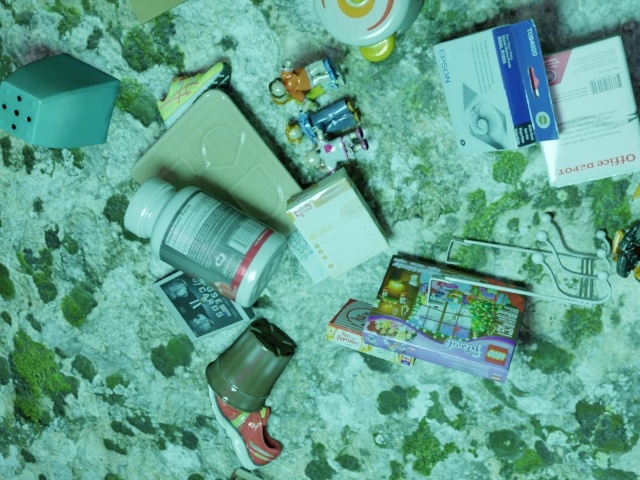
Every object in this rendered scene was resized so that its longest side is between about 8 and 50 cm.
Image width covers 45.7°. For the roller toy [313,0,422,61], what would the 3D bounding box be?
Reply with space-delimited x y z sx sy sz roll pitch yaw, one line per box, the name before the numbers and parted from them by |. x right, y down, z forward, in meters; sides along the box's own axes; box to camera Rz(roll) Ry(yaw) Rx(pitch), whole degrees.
roller toy | 0.087 -0.464 1.431 0.191 0.146 0.209 30 116 10

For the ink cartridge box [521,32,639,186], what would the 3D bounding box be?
ink cartridge box | 0.481 -0.234 1.379 0.172 0.100 0.237 -12 102 24

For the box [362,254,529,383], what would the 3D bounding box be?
box | 0.256 0.153 1.541 0.293 0.201 0.057 14 146 16

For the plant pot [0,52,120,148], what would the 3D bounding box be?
plant pot | -0.602 -0.304 1.702 0.166 0.234 0.165 28 115 12

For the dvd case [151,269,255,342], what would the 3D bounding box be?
dvd case | -0.279 0.140 1.792 0.239 0.029 0.179 -24 103 43

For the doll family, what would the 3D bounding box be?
doll family | -0.011 -0.267 1.570 0.163 0.118 0.263 -17 118 19

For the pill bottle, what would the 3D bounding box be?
pill bottle | -0.247 -0.006 1.612 0.319 0.176 0.176 29 115 7

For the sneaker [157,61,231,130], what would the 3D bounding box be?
sneaker | -0.285 -0.331 1.659 0.208 0.081 0.094 -36 81 23

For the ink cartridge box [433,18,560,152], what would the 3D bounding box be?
ink cartridge box | 0.317 -0.274 1.396 0.224 0.045 0.223 2 111 58

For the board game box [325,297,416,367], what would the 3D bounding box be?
board game box | 0.126 0.196 1.632 0.194 0.147 0.045 16 112 15

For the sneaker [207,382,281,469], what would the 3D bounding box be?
sneaker | -0.184 0.425 1.871 0.118 0.107 0.279 -26 100 8

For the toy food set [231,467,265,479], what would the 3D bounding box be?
toy food set | -0.202 0.649 1.959 0.128 0.071 0.218 24 119 -14

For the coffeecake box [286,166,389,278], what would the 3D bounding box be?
coffeecake box | 0.036 -0.035 1.588 0.142 0.068 0.185 -29 112 12

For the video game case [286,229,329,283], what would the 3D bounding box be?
video game case | 0.000 0.000 1.688 0.143 0.019 0.157 -33 93 27

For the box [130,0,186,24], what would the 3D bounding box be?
box | -0.341 -0.580 1.629 0.201 0.021 0.164 -19 99 25

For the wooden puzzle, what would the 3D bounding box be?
wooden puzzle | -0.214 -0.118 1.701 0.322 0.080 0.348 -38 95 29

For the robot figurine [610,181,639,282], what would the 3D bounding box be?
robot figurine | 0.622 -0.057 1.354 0.085 0.211 0.291 48 129 47

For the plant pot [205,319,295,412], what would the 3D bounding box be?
plant pot | -0.156 0.285 1.770 0.167 0.167 0.165 39 109 6

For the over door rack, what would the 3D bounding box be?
over door rack | 0.374 0.033 1.430 0.324 0.239 0.108 -1 108 21
